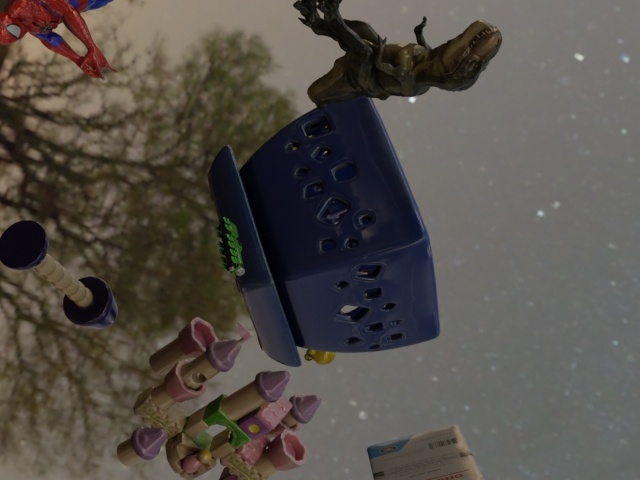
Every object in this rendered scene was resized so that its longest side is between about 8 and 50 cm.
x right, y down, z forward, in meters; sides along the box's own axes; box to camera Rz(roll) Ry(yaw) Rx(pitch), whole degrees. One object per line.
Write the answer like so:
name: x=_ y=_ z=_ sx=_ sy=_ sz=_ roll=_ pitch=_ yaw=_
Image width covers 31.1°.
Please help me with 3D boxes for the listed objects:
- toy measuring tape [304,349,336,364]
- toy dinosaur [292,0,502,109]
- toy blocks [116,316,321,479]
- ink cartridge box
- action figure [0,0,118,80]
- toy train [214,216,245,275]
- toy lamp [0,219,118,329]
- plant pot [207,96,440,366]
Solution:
toy measuring tape: x=-0.062 y=0.062 z=1.916 sx=0.121 sy=0.121 sz=0.330 roll=-45 pitch=-120 yaw=45
toy dinosaur: x=0.031 y=-0.160 z=0.959 sx=0.064 sy=0.118 sz=0.268 roll=-48 pitch=-157 yaw=-22
toy blocks: x=-0.133 y=0.296 z=1.876 sx=0.260 sy=0.288 sz=0.309 roll=-33 pitch=-158 yaw=27
ink cartridge box: x=0.110 y=0.254 z=1.151 sx=0.180 sy=0.104 sz=0.060 roll=-101 pitch=177 yaw=-78
action figure: x=-0.223 y=-0.233 z=1.214 sx=0.091 sy=0.139 sz=0.280 roll=-31 pitch=-179 yaw=45
toy train: x=-0.088 y=0.007 z=1.126 sx=0.017 sy=0.023 sz=0.083 roll=-41 pitch=-146 yaw=17
toy lamp: x=-0.358 y=0.057 z=1.615 sx=0.275 sy=0.080 sz=0.080 roll=63 pitch=37 yaw=-62
plant pot: x=0.000 y=0.000 z=1.335 sx=0.236 sy=0.212 sz=0.236 roll=76 pitch=-4 yaw=-56
